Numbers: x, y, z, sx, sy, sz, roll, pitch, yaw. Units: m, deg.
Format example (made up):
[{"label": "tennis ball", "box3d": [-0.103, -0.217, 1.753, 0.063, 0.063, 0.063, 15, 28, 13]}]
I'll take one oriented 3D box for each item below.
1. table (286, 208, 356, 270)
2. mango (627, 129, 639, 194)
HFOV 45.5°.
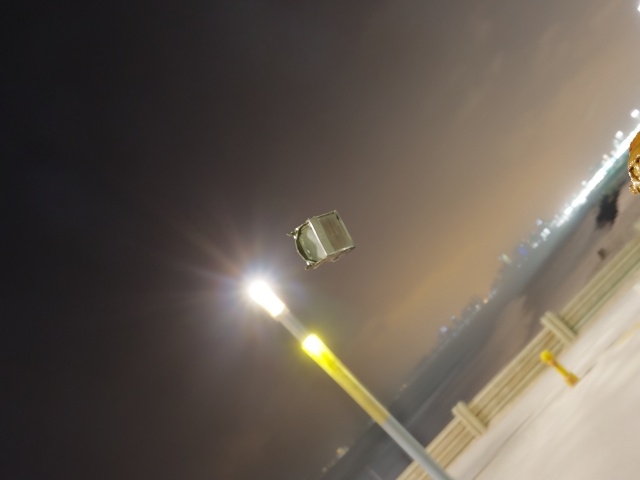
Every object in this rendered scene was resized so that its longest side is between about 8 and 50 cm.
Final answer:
[{"label": "table", "box3d": [0.000, 0.000, 1.312, 0.062, 0.079, 0.083, -34, -10, 37]}, {"label": "mango", "box3d": [0.552, -0.135, 1.031, 0.287, 0.152, 0.201, -27, -5, -2]}]
